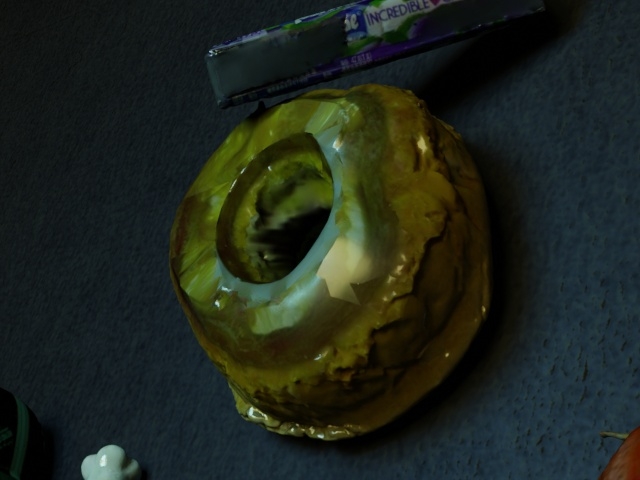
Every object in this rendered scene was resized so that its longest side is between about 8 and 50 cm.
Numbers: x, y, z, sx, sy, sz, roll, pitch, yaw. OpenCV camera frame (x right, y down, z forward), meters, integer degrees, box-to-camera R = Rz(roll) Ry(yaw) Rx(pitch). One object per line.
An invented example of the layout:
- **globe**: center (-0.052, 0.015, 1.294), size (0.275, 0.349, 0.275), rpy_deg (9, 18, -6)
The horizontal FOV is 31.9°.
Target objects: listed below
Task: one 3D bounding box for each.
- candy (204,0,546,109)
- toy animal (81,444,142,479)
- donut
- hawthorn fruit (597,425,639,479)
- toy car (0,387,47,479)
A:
- **candy**: center (0.049, -0.191, 1.022), size (0.312, 0.061, 0.088), rpy_deg (-17, 12, 0)
- **toy animal**: center (-0.224, 0.309, 0.924), size (0.180, 0.181, 0.363), rpy_deg (106, 159, -49)
- **donut**: center (0.000, 0.000, 0.962), size (0.330, 0.160, 0.330), rpy_deg (-22, 45, 25)
- **hawthorn fruit**: center (0.220, 0.156, 0.636), size (0.162, 0.162, 0.203), rpy_deg (-31, 27, 25)
- **toy car**: center (-0.337, 0.279, 1.114), size (0.125, 0.136, 0.306), rpy_deg (-12, 50, 24)
